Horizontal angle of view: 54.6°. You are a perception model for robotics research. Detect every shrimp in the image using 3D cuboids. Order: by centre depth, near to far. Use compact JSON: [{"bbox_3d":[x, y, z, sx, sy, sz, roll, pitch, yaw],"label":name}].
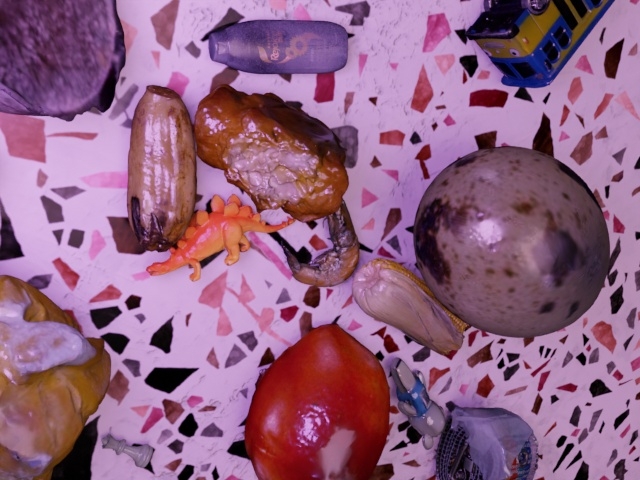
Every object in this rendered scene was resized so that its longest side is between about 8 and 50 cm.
[{"bbox_3d":[0.000,0.000,1.164,0.150,0.051,0.217,-22,121,-14],"label":"shrimp"}]

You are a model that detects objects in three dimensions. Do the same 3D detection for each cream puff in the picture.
[{"bbox_3d":[-0.475,0.202,0.882,0.378,0.275,0.379,3,119,6],"label":"cream puff"},{"bbox_3d":[-0.067,-0.139,0.970,0.155,0.269,0.241,-50,164,27],"label":"cream puff"}]

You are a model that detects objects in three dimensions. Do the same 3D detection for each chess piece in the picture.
[{"bbox_3d":[-0.352,0.375,1.118,0.093,0.042,0.042,34,89,-26],"label":"chess piece"}]

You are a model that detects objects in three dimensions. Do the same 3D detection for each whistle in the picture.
[{"bbox_3d":[0.210,0.354,1.378,0.114,0.077,0.236,-51,120,-38],"label":"whistle"}]

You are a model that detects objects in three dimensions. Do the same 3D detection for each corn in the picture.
[{"bbox_3d":[0.186,0.141,1.259,0.123,0.122,0.305,-43,126,18],"label":"corn"}]

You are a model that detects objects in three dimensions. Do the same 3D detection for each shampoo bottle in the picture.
[{"bbox_3d":[-0.066,-0.319,1.023,0.233,0.049,0.087,-7,108,-25],"label":"shampoo bottle"}]

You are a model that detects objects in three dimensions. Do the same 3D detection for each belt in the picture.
[{"bbox_3d":[0.381,0.508,1.437,0.150,0.207,0.258,6,112,-31],"label":"belt"}]

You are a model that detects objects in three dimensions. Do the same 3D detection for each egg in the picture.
[{"bbox_3d":[0.369,0.014,1.183,0.428,0.345,0.345,40,87,-33],"label":"egg"}]

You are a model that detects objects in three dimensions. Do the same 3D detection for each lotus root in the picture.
[{"bbox_3d":[-0.246,-0.109,0.973,0.110,0.097,0.259,8,103,2],"label":"lotus root"}]

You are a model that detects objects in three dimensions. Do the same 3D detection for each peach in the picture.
[{"bbox_3d":[-0.004,0.332,1.212,0.281,0.281,0.339,23,61,-31],"label":"peach"}]

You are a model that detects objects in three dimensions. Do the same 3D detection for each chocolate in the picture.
[{"bbox_3d":[-0.410,-0.283,0.748,0.212,0.303,0.303,-1,114,20],"label":"chocolate"}]

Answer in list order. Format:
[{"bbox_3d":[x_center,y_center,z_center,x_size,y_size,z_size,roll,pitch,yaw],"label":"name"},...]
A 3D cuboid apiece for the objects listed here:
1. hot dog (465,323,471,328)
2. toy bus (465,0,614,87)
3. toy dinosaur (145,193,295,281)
[{"bbox_3d":[0.333,0.156,1.392,0.058,0.035,0.083,11,101,-30],"label":"hot dog"},{"bbox_3d":[0.432,-0.450,1.181,0.175,0.138,0.288,40,86,-30],"label":"toy bus"},{"bbox_3d":[-0.169,-0.019,1.064,0.288,0.070,0.117,-26,116,-23],"label":"toy dinosaur"}]
